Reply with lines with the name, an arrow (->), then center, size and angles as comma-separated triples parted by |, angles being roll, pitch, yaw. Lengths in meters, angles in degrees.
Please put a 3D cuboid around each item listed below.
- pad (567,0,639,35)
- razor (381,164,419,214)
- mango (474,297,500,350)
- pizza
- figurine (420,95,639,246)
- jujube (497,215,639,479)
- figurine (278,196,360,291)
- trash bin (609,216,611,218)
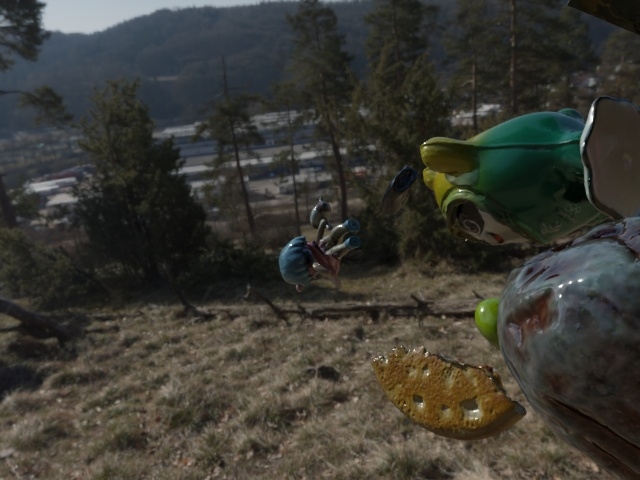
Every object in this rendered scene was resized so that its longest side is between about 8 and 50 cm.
pad -> 0.504, -0.301, 0.606 | 0.368, 0.007, 0.247 | 35, -10, 17
razor -> 0.196, -0.124, 1.271 | 0.054, 0.148, 0.090 | 37, 72, 11
mango -> 0.370, 0.169, 0.939 | 0.163, 0.089, 0.117 | 8, 53, -1
pizza -> 0.174, 0.214, 0.721 | 0.058, 0.127, 0.246 | 12, -15, -43
figurine -> 0.345, -0.103, 0.847 | 0.324, 0.231, 0.340 | 26, -16, -28
jujube -> 0.307, 0.113, 0.441 | 0.308, 0.215, 0.246 | 32, -1, 12
figurine -> -0.010, 0.006, 1.086 | 0.103, 0.205, 0.260 | -4, -16, -33
trash bin -> 0.627, -0.090, 1.041 | 0.236, 0.101, 0.176 | 20, 17, -2
